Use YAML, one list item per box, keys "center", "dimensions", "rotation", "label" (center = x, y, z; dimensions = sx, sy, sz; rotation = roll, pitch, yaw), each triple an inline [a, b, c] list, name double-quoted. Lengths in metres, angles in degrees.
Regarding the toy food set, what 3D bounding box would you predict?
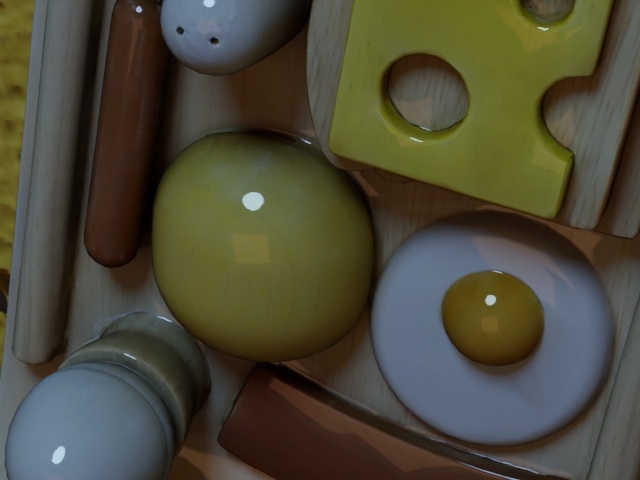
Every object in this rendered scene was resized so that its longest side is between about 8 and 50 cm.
- center: [0.000, 0.000, 0.528]
  dimensions: [0.220, 0.092, 0.306]
  rotation: [18, 121, 12]
  label: "toy food set"
